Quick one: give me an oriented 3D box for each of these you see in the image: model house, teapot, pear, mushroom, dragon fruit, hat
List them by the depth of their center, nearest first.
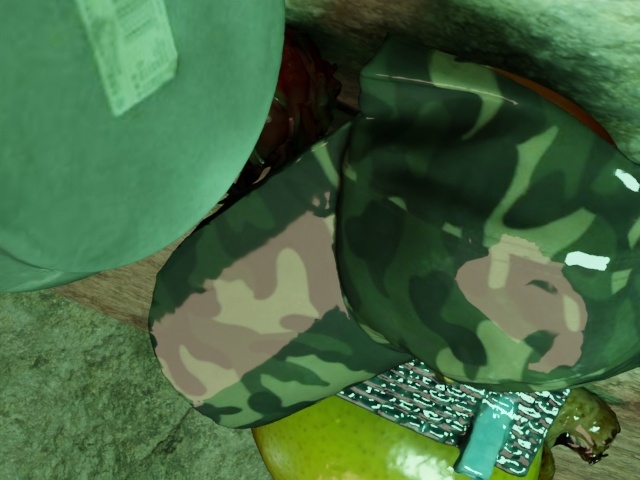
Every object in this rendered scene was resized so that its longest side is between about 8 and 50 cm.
[{"bbox_3d":[-0.239,-0.177,0.659,0.361,0.305,0.376,21,138,34],"label":"teapot"},{"bbox_3d":[0.071,0.065,0.798,0.366,0.382,0.257,34,-164,-37],"label":"hat"},{"bbox_3d":[-0.049,-0.100,0.856,0.121,0.142,0.130,32,157,26],"label":"dragon fruit"},{"bbox_3d":[0.122,0.084,1.053,0.261,0.241,0.226,23,167,-1],"label":"model house"},{"bbox_3d":[0.083,0.149,1.244,0.386,0.340,0.191,45,155,29],"label":"pear"},{"bbox_3d":[0.254,0.256,1.568,0.254,0.267,0.267,-10,-168,-44],"label":"mushroom"}]

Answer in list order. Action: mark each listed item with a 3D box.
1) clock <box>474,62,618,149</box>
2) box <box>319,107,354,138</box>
[{"bbox_3d":[0.130,-0.075,0.843,0.205,0.051,0.205,20,162,6],"label":"clock"},{"bbox_3d":[-0.084,-0.126,1.003,0.285,0.044,0.142,25,161,-10],"label":"box"}]
